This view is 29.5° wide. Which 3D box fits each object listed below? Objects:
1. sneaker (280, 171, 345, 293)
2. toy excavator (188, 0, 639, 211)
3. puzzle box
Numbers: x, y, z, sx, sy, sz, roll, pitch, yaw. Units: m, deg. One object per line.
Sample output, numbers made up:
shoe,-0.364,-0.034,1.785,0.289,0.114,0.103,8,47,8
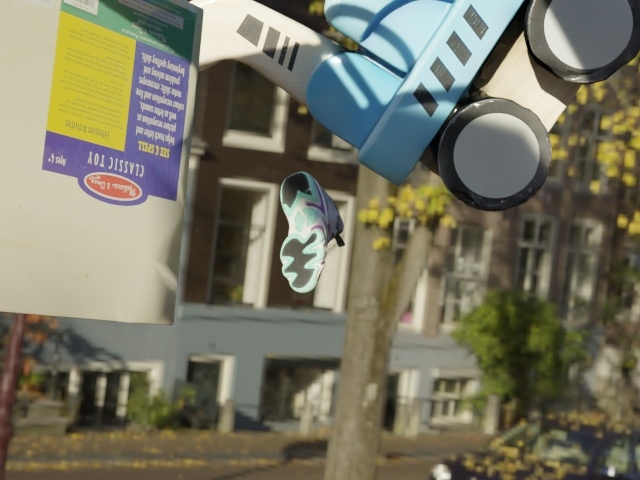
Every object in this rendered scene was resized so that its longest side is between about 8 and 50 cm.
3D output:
sneaker,0.000,0.000,0.952,0.038,0.098,0.069,-10,-22,27
toy excavator,0.022,-0.183,1.203,0.445,0.433,0.222,33,11,-2
puzzle box,-0.236,-0.084,0.849,0.052,0.272,0.409,2,-6,33
